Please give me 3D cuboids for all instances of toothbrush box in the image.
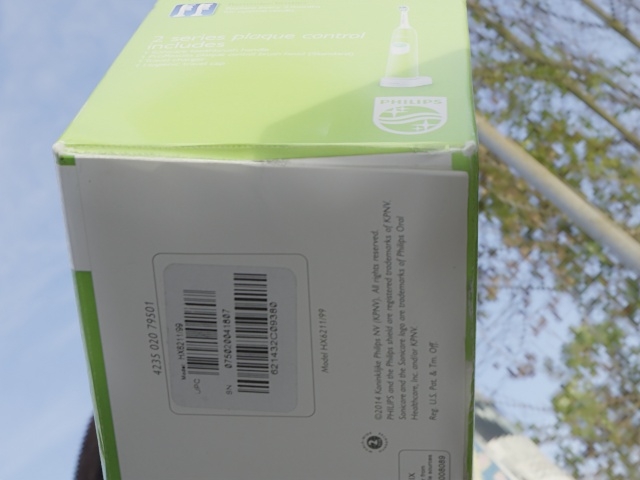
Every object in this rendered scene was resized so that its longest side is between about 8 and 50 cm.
[{"bbox_3d":[0.000,0.000,0.487,0.283,0.122,0.206,-78,-13,-61],"label":"toothbrush box"}]
